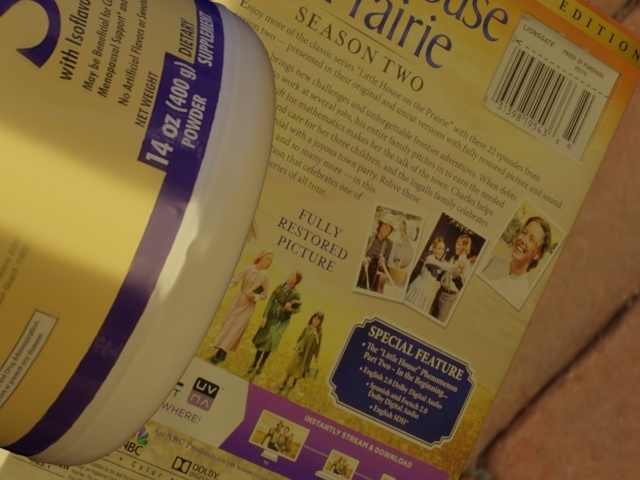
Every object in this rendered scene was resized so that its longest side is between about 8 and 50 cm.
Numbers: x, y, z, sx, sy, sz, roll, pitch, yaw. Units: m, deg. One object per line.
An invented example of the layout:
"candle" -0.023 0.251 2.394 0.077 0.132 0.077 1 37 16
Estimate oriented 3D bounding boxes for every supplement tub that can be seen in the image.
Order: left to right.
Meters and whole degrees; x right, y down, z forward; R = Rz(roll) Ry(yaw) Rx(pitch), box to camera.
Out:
"supplement tub" -0.214 -0.055 0.870 0.331 0.241 0.241 23 87 -20

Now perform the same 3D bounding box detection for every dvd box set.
"dvd box set" 0.000 0.000 1.136 0.308 0.062 0.420 27 85 -32
